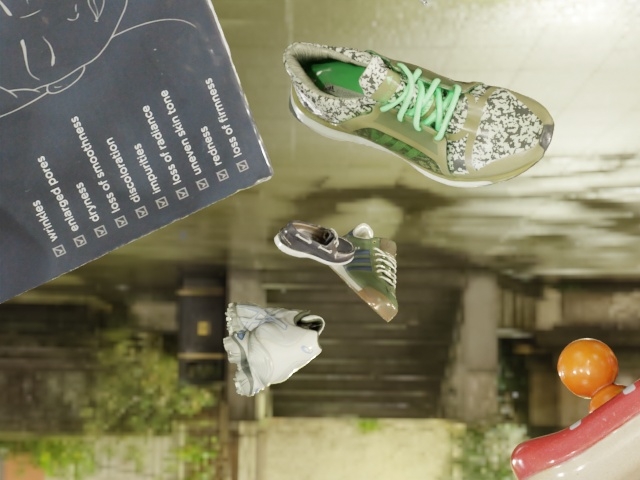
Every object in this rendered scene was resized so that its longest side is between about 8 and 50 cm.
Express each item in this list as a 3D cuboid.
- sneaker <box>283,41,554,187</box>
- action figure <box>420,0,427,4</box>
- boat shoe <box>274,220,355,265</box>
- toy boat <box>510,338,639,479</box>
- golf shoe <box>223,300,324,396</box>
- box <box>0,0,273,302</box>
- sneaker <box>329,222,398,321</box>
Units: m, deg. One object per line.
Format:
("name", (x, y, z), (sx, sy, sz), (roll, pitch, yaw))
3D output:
("sneaker", (0.115, -0.186, 1.753), (0.410, 0.158, 0.182), (15, 173, 23))
("action figure", (0.176, -0.451, 2.152), (0.232, 0.063, 0.137), (-16, 151, -47))
("boat shoe", (0.000, 0.000, 1.616), (0.125, 0.046, 0.038), (14, 129, -36))
("toy boat", (0.284, 0.163, 1.245), (0.231, 0.151, 0.151), (-37, 149, 11))
("golf shoe", (-0.037, 0.087, 1.102), (0.086, 0.069, 0.176), (-18, -168, -2))
("box", (-0.385, -0.225, 1.660), (0.472, 0.479, 0.297), (-26, -152, -12))
("sneaker", (0.071, 0.033, 1.726), (0.064, 0.086, 0.192), (44, 180, -31))
